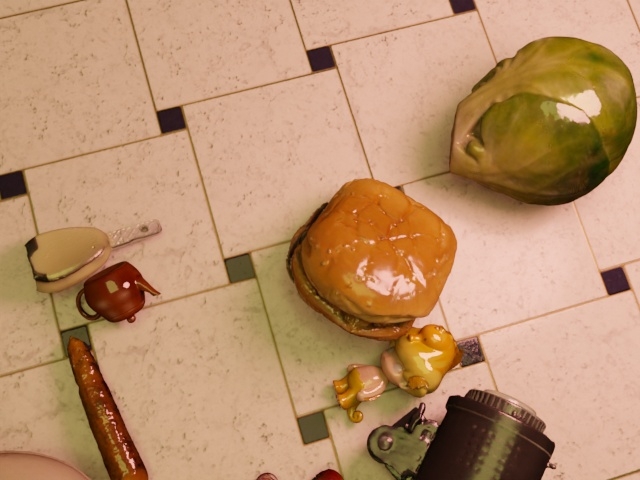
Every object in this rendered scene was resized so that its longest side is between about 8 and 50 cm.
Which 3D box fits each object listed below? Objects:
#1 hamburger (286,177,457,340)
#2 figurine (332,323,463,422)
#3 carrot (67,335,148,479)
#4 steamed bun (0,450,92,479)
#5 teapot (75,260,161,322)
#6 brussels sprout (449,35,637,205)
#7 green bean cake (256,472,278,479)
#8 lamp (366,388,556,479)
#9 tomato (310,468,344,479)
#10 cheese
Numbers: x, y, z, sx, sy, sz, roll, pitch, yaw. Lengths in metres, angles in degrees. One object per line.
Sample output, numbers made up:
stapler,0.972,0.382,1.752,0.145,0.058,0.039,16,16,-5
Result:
hamburger,0.092,0.031,1.517,0.319,0.158,0.318,9,51,-12
figurine,0.144,0.239,1.531,0.246,0.131,0.156,-24,39,6
carrot,-0.388,0.313,1.499,0.066,0.066,0.314,-23,77,-9
steamed bun,-0.520,0.503,1.319,0.374,0.334,0.334,-6,77,-2
teapot,-0.376,0.106,1.533,0.173,0.116,0.116,-21,78,19
brussels sprout,0.412,-0.212,1.569,0.355,0.289,0.281,-9,63,6
green bean cake,-0.103,0.499,1.477,0.135,0.056,0.135,-39,82,-10
lamp,0.289,0.404,1.448,0.272,0.205,0.374,-43,72,-8
tomato,0.011,0.453,1.482,0.087,0.087,0.075,-37,84,-11
cheese,-0.422,0.011,1.565,0.251,0.054,0.127,-19,58,-15
